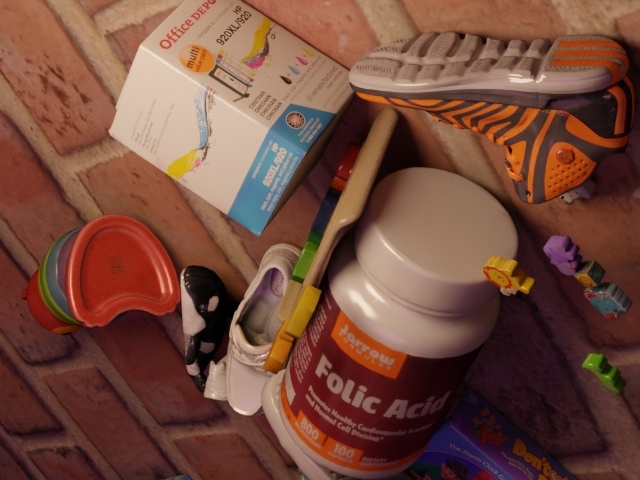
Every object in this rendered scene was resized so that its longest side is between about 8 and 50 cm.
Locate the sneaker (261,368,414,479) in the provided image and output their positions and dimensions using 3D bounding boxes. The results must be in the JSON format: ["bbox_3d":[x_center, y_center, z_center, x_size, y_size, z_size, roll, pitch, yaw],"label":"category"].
[{"bbox_3d":[0.013,0.344,1.801,0.150,0.135,0.366,-26,110,39],"label":"sneaker"}]

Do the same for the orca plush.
[{"bbox_3d":[-0.155,0.136,1.871,0.102,0.151,0.287,-2,130,-5],"label":"orca plush"}]

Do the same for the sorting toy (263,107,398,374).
[{"bbox_3d":[0.000,0.000,1.489,0.041,0.307,0.229,26,137,-4],"label":"sorting toy"}]

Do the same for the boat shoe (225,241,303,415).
[{"bbox_3d":[-0.090,0.138,1.760,0.098,0.096,0.277,18,112,12],"label":"boat shoe"}]

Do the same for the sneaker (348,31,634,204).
[{"bbox_3d":[0.188,-0.129,1.385,0.321,0.124,0.180,8,130,28],"label":"sneaker"}]

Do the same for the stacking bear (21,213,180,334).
[{"bbox_3d":[-0.365,0.068,1.909,0.289,0.175,0.164,-22,79,54],"label":"stacking bear"}]

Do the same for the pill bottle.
[{"bbox_3d":[0.096,0.110,1.579,0.224,0.224,0.392,28,134,8],"label":"pill bottle"}]

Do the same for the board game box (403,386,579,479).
[{"bbox_3d":[0.270,0.395,1.840,0.347,0.078,0.233,41,138,-5],"label":"board game box"}]

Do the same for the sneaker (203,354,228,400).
[{"bbox_3d":[-0.123,0.205,1.895,0.053,0.152,0.061,6,95,28],"label":"sneaker"}]

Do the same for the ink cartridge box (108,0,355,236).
[{"bbox_3d":[-0.106,-0.164,1.511,0.232,0.171,0.168,33,138,2],"label":"ink cartridge box"}]

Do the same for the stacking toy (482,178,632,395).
[{"bbox_3d":[0.307,0.045,1.433,0.221,0.167,0.052,45,155,-14],"label":"stacking toy"}]

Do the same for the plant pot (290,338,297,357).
[{"bbox_3d":[-0.060,0.164,1.851,0.081,0.081,0.083,24,124,13],"label":"plant pot"}]

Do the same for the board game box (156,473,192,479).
[{"bbox_3d":[-0.332,0.505,2.291,0.201,0.136,0.035,-20,115,44],"label":"board game box"}]
